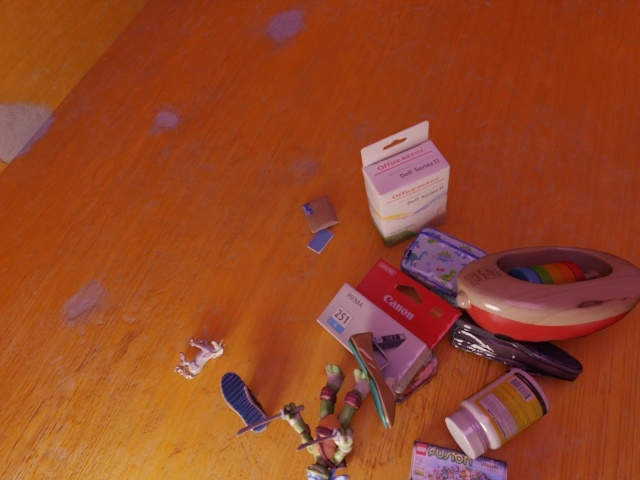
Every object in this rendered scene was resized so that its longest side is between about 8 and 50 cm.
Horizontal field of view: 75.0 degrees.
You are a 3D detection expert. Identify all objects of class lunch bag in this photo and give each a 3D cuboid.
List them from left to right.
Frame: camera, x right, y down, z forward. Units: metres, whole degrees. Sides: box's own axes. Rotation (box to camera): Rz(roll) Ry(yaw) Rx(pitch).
[{"bbox_3d":[0.350,0.068,1.187,0.219,0.090,0.176,30,68,26],"label":"lunch bag"}]

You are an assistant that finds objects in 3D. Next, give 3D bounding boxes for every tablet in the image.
[{"bbox_3d":[0.000,0.000,1.360,0.054,0.006,0.083,29,70,27],"label":"tablet"}]

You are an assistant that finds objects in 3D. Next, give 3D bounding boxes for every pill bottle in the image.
[{"bbox_3d":[0.400,0.394,0.955,0.208,0.119,0.119,-29,58,-10],"label":"pill bottle"}]

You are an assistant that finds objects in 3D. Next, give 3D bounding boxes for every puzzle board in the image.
[{"bbox_3d":[-0.002,-0.089,1.406,0.096,0.011,0.128,-23,54,1],"label":"puzzle board"}]

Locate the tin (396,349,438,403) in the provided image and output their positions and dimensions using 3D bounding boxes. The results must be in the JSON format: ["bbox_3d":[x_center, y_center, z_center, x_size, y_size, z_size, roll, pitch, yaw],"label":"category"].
[{"bbox_3d":[0.219,0.346,1.087,0.190,0.040,0.106,-35,62,-6],"label":"tin"}]

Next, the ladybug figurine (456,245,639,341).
[{"bbox_3d":[0.539,0.131,1.011,0.449,0.162,0.305,-6,21,-6],"label":"ladybug figurine"}]

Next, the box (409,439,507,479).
[{"bbox_3d":[0.310,0.540,0.951,0.207,0.036,0.114,5,62,17],"label":"box"}]

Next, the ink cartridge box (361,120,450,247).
[{"bbox_3d":[0.242,-0.142,1.177,0.207,0.353,0.119,-24,58,0],"label":"ink cartridge box"}]

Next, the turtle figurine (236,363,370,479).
[{"bbox_3d":[0.005,0.410,0.988,0.275,0.198,0.266,37,52,-8],"label":"turtle figurine"}]

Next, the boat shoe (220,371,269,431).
[{"bbox_3d":[-0.204,0.435,1.121,0.066,0.066,0.183,-38,65,-7],"label":"boat shoe"}]

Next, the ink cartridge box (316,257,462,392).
[{"bbox_3d":[0.173,0.203,1.113,0.296,0.066,0.261,36,84,38],"label":"ink cartridge box"}]

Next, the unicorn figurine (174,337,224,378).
[{"bbox_3d":[-0.349,0.334,1.228,0.111,0.060,0.162,28,86,26],"label":"unicorn figurine"}]

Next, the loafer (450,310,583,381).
[{"bbox_3d":[0.475,0.276,1.044,0.302,0.109,0.095,22,112,24],"label":"loafer"}]

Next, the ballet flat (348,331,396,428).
[{"bbox_3d":[0.138,0.316,0.983,0.073,0.080,0.232,-19,56,-8],"label":"ballet flat"}]
